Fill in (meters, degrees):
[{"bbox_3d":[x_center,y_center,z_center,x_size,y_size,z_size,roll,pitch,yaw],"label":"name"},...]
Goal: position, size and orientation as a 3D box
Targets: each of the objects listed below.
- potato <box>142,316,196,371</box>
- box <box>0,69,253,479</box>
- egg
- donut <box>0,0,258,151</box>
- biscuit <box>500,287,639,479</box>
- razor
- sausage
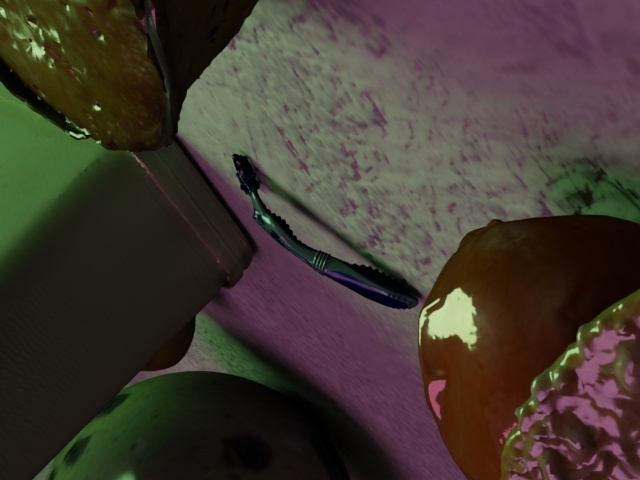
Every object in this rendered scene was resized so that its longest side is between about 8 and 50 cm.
[{"bbox_3d":[-0.212,0.054,1.127,0.200,0.155,0.137,42,143,48],"label":"potato"},{"bbox_3d":[-0.289,0.042,0.927,0.352,0.344,0.177,23,156,49],"label":"box"},{"bbox_3d":[-0.129,0.313,1.231,0.345,0.345,0.428,47,150,-11],"label":"egg"},{"bbox_3d":[-0.119,-0.171,0.446,0.272,0.107,0.272,38,158,19],"label":"donut"},{"bbox_3d":[0.165,0.094,0.345,0.220,0.033,0.219,9,118,17],"label":"biscuit"},{"bbox_3d":[-0.004,0.003,0.718,0.155,0.028,0.044,38,162,20],"label":"razor"},{"bbox_3d":[0.142,0.099,0.447,0.258,0.133,0.133,49,163,-11],"label":"sausage"}]
